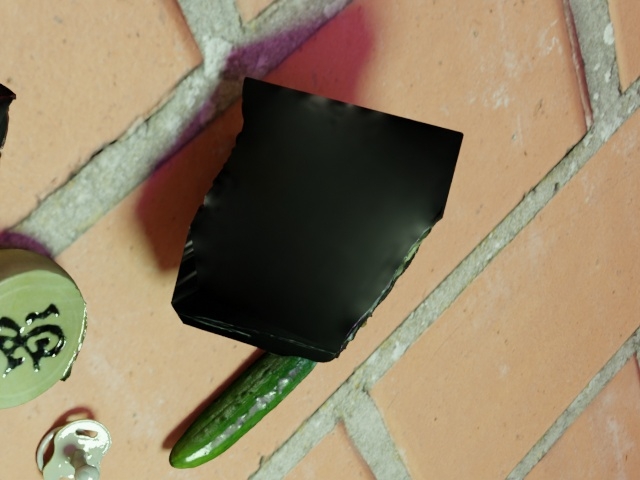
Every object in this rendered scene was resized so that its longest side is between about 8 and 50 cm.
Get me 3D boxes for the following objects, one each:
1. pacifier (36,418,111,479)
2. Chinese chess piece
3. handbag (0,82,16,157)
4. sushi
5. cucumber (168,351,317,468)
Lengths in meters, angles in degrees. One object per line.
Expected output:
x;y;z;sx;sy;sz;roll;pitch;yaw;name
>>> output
-0.238;0.217;1.100;0.068;0.064;0.083;16;101;-32;pacifier
-0.273;0.078;0.983;0.144;0.058;0.144;-26;130;-35;Chinese chess piece
-0.331;-0.037;0.779;0.215;0.155;0.169;-7;123;-47;handbag
0.000;0.001;1.103;0.212;0.216;0.227;86;19;-76;sushi
-0.068;0.170;1.254;0.250;0.056;0.056;-41;137;-18;cucumber
